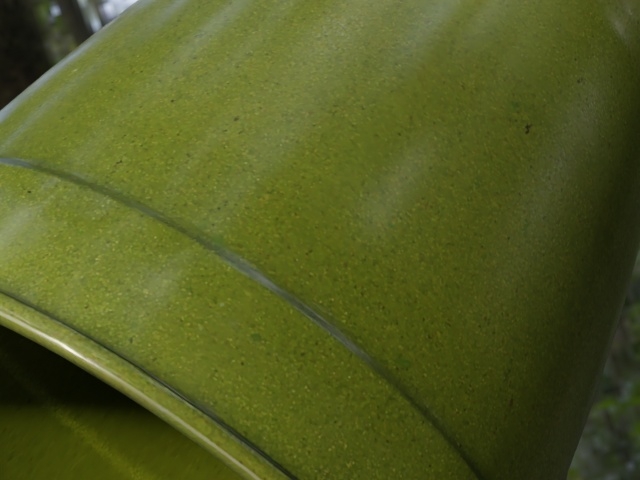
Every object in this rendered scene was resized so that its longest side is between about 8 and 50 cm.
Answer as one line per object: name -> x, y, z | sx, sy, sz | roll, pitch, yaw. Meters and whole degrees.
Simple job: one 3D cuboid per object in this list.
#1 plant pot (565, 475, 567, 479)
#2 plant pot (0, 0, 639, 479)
plant pot -> 0.091, 0.159, 1.631 | 0.263, 0.263, 0.229 | -16, 34, -27
plant pot -> 0.000, 0.000, 0.936 | 0.353, 0.366, 0.366 | -55, 14, -24
